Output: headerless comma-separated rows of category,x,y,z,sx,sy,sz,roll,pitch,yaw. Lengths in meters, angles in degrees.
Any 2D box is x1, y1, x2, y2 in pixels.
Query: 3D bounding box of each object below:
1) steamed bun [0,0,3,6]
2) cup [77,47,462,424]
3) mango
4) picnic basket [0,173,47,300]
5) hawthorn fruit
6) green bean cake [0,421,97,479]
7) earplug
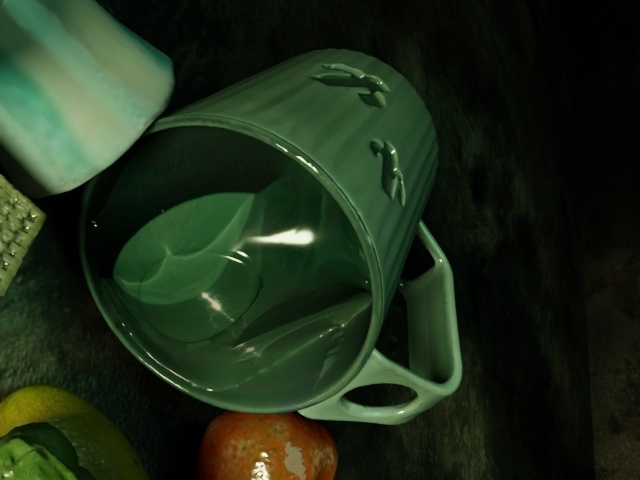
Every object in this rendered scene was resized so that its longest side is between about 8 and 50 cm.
steamed bun,-0.311,-0.196,0.512,0.232,0.145,0.231,24,62,-54
cup,-0.023,0.001,0.954,0.392,0.310,0.401,-52,128,-57
mango,-0.215,0.233,0.760,0.136,0.099,0.227,-18,86,-51
picnic basket,-0.334,-0.007,0.619,0.196,0.134,0.154,51,37,-35
hawthorn fruit,-0.064,0.275,0.925,0.157,0.157,0.194,30,64,-50
green bean cake,-0.235,0.272,0.619,0.222,0.125,0.248,-30,95,-18
earplug,-0.288,-0.209,0.705,0.324,0.185,0.185,52,40,-36
